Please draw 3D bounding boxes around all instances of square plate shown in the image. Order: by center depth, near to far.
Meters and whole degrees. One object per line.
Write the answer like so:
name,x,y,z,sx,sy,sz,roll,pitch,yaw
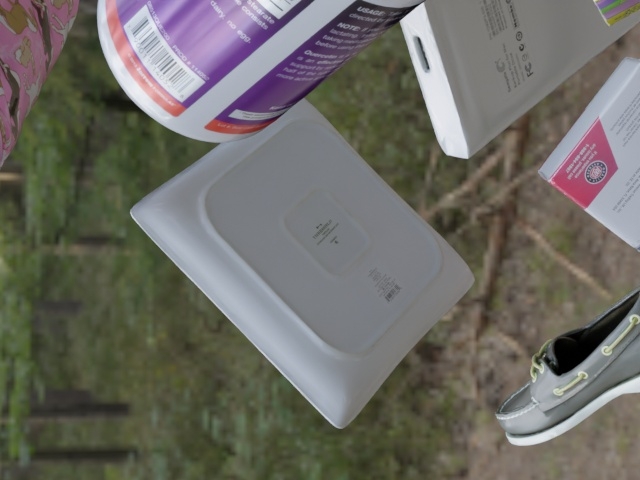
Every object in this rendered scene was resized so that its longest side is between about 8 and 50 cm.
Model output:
square plate,0.000,0.000,1.773,0.347,0.344,0.049,-43,-3,-45

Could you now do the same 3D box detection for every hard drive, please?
hard drive,0.193,-0.238,1.325,0.040,0.307,0.203,15,134,47

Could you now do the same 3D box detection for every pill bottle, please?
pill bottle,-0.020,-0.216,1.122,0.323,0.181,0.182,-34,54,44

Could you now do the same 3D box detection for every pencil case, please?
pencil case,-0.363,-0.191,1.567,0.160,0.167,0.386,-32,26,24

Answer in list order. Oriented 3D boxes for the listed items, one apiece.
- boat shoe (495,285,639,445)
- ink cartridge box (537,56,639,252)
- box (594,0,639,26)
boat shoe,0.297,0.141,1.696,0.305,0.091,0.109,-38,12,45
ink cartridge box,0.396,-0.070,1.701,0.172,0.237,0.100,-53,5,7
box,0.221,-0.299,0.962,0.243,0.213,0.117,64,-166,5
